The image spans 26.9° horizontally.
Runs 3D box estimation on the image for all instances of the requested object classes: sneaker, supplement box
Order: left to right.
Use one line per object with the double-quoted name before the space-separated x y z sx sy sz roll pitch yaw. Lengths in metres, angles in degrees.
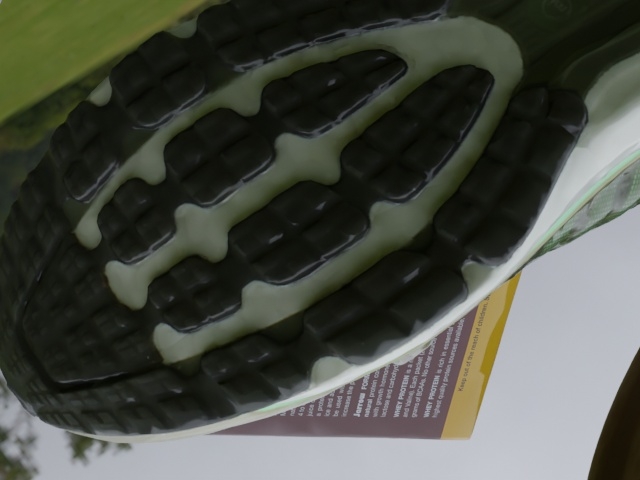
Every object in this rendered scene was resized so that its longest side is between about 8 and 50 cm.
"supplement box" 0.000 0.000 0.762 0.194 0.191 0.129 2 -146 -13
"sneaker" 0.066 -0.030 0.549 0.410 0.158 0.182 -30 154 -8

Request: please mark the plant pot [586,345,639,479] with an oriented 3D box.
"plant pot" 0.262 0.119 0.815 0.237 0.110 0.237 -63 -177 6
